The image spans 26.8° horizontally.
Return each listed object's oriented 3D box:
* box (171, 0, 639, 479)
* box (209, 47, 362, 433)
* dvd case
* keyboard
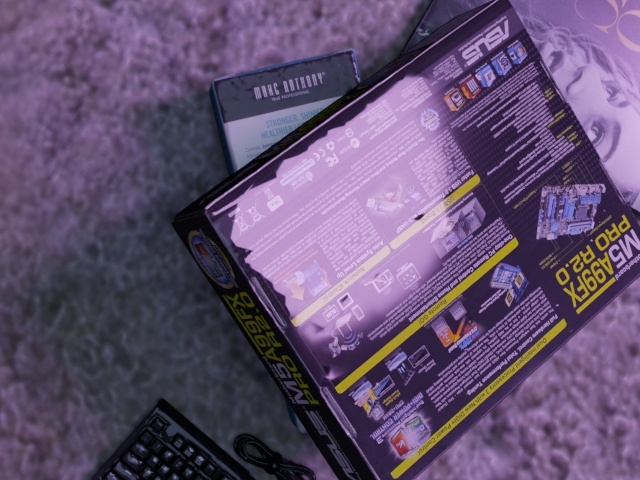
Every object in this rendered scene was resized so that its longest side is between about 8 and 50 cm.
[{"bbox_3d":[0.070,0.000,0.873,0.270,0.060,0.216,-38,102,-25],"label":"box"},{"bbox_3d":[0.000,0.000,0.921,0.100,0.060,0.244,-14,91,-8],"label":"box"},{"bbox_3d":[0.187,-0.139,0.968,0.221,0.018,0.164,31,85,-6],"label":"dvd case"},{"bbox_3d":[-0.058,0.187,0.931,0.180,0.023,0.108,41,84,-6],"label":"keyboard"}]
